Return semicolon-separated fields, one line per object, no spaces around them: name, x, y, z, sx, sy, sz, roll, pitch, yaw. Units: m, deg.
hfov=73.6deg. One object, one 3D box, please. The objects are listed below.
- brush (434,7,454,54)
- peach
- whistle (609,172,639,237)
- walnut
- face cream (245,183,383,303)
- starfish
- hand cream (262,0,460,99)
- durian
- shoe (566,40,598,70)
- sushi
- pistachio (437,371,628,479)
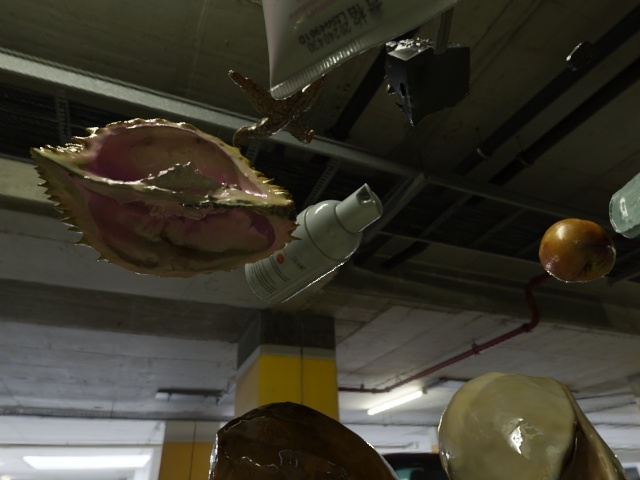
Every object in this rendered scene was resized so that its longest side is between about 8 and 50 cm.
brush;0.292;-0.525;1.013;0.034;0.027;0.190;-19;-24;1
peach;0.538;0.018;0.901;0.138;0.138;0.138;-2;-32;-1
whistle;0.833;-0.145;0.937;0.188;0.168;0.405;32;-36;-28
walnut;0.003;0.221;0.345;0.137;0.137;0.245;-22;-59;28
face cream;0.000;0.000;0.916;0.145;0.145;0.370;25;-45;-36
starfish;-0.106;-0.389;1.256;0.375;0.094;0.327;-30;-44;4
hand cream;-0.001;-0.314;0.453;0.186;0.358;0.118;-22;-27;14
durian;-0.128;-0.034;0.383;0.183;0.165;0.132;-24;16;-23
shoe;0.877;-0.622;1.461;0.179;0.071;0.049;-37;6;-26
sushi;0.303;-0.519;1.306;0.227;0.212;0.215;-32;-42;-11
pistachio;0.153;0.158;0.318;0.125;0.124;0.185;-4;-9;3
